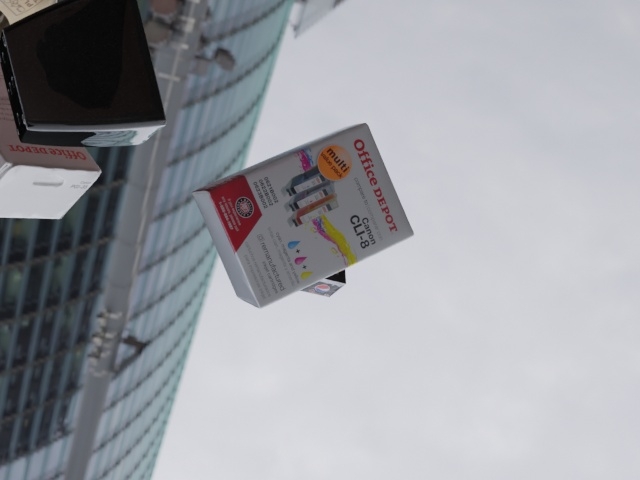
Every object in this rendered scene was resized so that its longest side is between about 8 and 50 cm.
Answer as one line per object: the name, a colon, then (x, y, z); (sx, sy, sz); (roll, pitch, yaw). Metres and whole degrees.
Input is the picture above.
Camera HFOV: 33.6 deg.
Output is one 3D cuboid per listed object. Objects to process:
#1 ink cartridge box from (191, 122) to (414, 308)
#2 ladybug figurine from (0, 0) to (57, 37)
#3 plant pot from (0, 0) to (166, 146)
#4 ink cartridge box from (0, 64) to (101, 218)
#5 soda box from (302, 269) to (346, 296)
ink cartridge box: (-0.019, -0.027, 1.078); (0.176, 0.128, 0.127); (-25, -173, -13)
ladybug figurine: (-0.686, -0.444, 1.948); (0.449, 0.305, 0.162); (-17, -118, 14)
plant pot: (-0.316, -0.212, 1.363); (0.167, 0.188, 0.187); (-13, -179, -20)
ink cartridge box: (-0.490, -0.170, 1.569); (0.283, 0.117, 0.207); (52, -159, 18)
soda box: (0.000, 0.000, 1.658); (0.060, 0.053, 0.169); (13, -123, -27)
